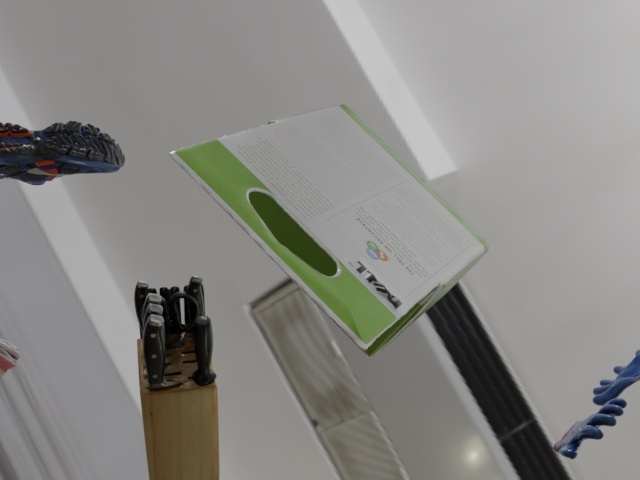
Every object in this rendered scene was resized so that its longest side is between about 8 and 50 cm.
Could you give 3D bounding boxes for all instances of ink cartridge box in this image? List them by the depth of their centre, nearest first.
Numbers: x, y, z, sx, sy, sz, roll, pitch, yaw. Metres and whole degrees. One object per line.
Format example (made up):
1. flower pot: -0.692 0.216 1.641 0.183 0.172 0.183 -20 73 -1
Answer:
1. ink cartridge box: 0.000 0.000 0.627 0.189 0.255 0.097 45 -59 10

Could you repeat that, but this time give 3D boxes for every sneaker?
1. sneaker: -0.412 -0.128 1.226 0.087 0.221 0.083 111 -23 -49

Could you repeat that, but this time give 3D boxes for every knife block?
1. knife block: -0.167 0.184 0.942 0.242 0.088 0.275 138 -54 -76

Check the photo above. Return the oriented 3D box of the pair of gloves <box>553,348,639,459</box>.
1. pair of gloves: 0.344 0.190 0.961 0.023 0.198 0.159 44 -19 13

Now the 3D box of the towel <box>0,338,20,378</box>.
1. towel: -0.390 0.147 0.733 0.197 0.144 0.029 -48 -136 8
